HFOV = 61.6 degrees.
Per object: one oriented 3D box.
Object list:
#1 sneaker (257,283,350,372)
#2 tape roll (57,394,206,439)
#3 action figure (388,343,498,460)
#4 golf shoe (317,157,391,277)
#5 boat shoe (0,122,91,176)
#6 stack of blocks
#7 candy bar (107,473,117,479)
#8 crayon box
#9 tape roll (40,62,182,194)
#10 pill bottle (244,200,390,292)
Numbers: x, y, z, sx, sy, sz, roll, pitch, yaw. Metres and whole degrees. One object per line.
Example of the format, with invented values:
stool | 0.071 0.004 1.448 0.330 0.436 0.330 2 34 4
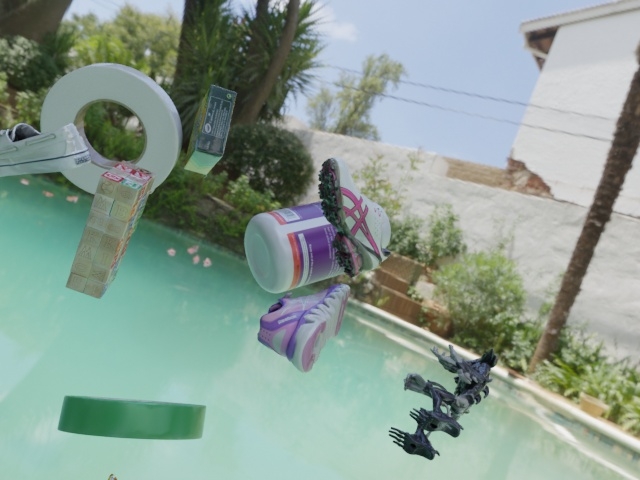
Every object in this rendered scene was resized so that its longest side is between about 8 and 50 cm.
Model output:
sneaker | -0.025 0.119 0.853 0.105 0.095 0.236 15 16 16
tape roll | -0.433 0.412 1.256 0.322 0.077 0.321 4 -18 1
action figure | 0.236 0.272 1.006 0.141 0.164 0.276 38 36 18
golf shoe | 0.051 -0.041 0.803 0.086 0.186 0.067 -23 23 -17
boat shoe | -0.528 -0.168 0.960 0.258 0.084 0.095 -3 24 16
stack of blocks | -0.508 -0.029 1.307 0.087 0.297 0.171 22 17 -11
candy bar | -0.629 0.751 1.562 0.161 0.018 0.040 -87 154 -68
crayon box | -0.355 -0.329 1.681 0.083 0.202 0.323 14 -10 -19
tape roll | -0.599 -0.309 1.556 0.392 0.391 0.072 23 23 -13
pill bottle | 0.000 0.000 1.249 0.323 0.181 0.182 -14 19 -31
